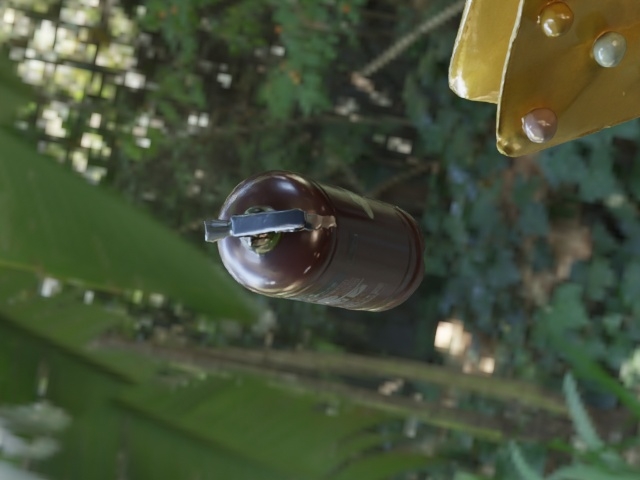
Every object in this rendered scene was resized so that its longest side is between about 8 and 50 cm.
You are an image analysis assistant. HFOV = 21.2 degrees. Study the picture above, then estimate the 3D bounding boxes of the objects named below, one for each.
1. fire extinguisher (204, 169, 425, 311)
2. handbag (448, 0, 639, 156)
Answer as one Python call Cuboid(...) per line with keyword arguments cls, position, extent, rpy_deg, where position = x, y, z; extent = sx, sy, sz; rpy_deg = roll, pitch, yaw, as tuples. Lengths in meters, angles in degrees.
Cuboid(cls="fire extinguisher", position=(0.000, 0.000, 1.574), extent=(0.337, 0.135, 0.114), rpy_deg=(13, -107, -65))
Cuboid(cls="handbag", position=(0.307, -0.276, 1.732), extent=(0.133, 0.283, 0.401), rpy_deg=(56, 151, 35))
